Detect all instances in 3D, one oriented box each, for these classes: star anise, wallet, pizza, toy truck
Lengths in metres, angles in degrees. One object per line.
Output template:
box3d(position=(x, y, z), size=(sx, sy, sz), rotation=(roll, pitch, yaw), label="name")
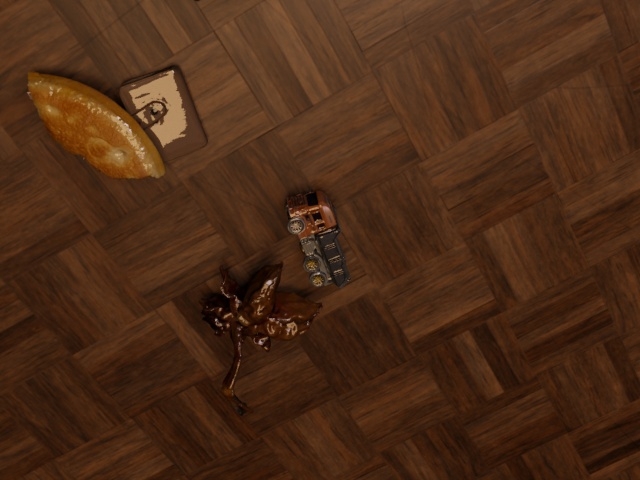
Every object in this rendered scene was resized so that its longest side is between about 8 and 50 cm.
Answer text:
box3d(position=(-0.128, 0.182, 1.464), size=(0.238, 0.148, 0.346), rotation=(12, 106, -10), label="star anise")
box3d(position=(-0.272, -0.215, 1.301), size=(0.118, 0.038, 0.152), rotation=(-20, 119, 2), label="wallet")
box3d(position=(-0.382, -0.188, 1.279), size=(0.271, 0.056, 0.134), rotation=(28, 131, -7), label="pizza")
box3d(position=(0.000, 0.000, 1.419), size=(0.092, 0.083, 0.192), rotation=(-19, 119, 4), label="toy truck")
